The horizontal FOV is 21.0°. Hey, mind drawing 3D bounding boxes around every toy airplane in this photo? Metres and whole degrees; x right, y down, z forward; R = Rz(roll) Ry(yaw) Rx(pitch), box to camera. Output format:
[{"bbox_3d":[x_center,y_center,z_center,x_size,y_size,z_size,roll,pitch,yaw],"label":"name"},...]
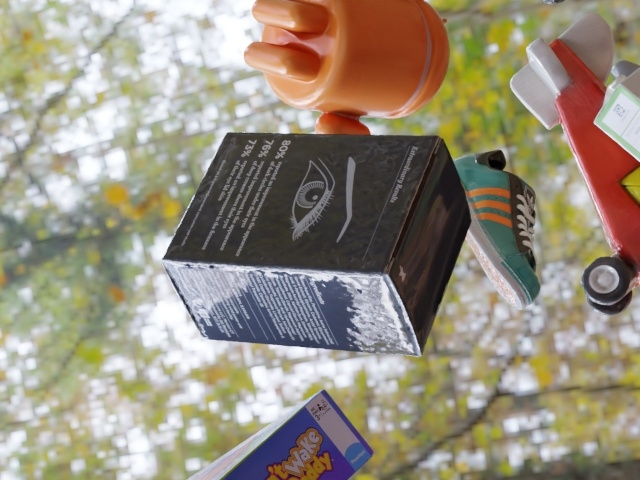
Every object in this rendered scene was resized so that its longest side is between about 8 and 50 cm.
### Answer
[{"bbox_3d":[0.412,-0.119,2.180,0.386,0.272,0.384,-97,-15,-57],"label":"toy airplane"}]

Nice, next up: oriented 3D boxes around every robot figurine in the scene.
[{"bbox_3d":[0.032,-0.178,1.619,0.219,0.128,0.158,3,-117,-42],"label":"robot figurine"}]

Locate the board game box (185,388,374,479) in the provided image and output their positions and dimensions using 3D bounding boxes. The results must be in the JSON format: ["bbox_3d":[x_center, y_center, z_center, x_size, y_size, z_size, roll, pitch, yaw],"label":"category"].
[{"bbox_3d":[-0.131,0.287,1.610,0.078,0.347,0.233,52,-133,0],"label":"board game box"}]

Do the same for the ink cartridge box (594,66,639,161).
[{"bbox_3d":[0.378,-0.088,1.653,0.209,0.062,0.109,41,-133,14],"label":"ink cartridge box"}]

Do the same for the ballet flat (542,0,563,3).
[{"bbox_3d":[0.356,-0.370,2.359,0.173,0.049,0.057,-27,-38,-36],"label":"ballet flat"}]

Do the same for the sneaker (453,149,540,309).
[{"bbox_3d":[0.265,-0.030,2.484,0.108,0.121,0.302,63,-179,-45],"label":"sneaker"}]

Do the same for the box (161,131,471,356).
[{"bbox_3d":[0.000,0.000,1.417,0.153,0.207,0.108,-65,-33,-35],"label":"box"}]
